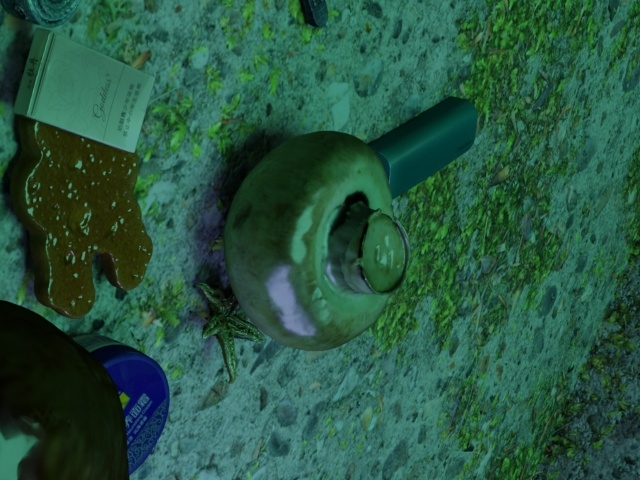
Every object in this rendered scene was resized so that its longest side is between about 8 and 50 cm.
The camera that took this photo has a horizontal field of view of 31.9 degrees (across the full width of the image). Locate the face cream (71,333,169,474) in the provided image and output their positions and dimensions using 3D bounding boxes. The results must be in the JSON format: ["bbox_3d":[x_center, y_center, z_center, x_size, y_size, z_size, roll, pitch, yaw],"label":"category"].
[{"bbox_3d":[-0.322,0.238,1.581,0.206,0.111,0.206,-27,126,-45],"label":"face cream"}]

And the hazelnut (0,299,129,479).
[{"bbox_3d":[-0.416,0.249,1.239,0.421,0.421,0.353,-39,97,-38],"label":"hazelnut"}]

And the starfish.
[{"bbox_3d":[-0.146,0.145,1.821,0.208,0.053,0.176,7,81,-58],"label":"starfish"}]

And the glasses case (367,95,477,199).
[{"bbox_3d":[0.196,-0.172,2.147,0.301,0.070,0.117,-35,133,-43],"label":"glasses case"}]

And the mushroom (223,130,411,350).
[{"bbox_3d":[0.000,0.000,1.776,0.352,0.260,0.352,-10,103,-50],"label":"mushroom"}]

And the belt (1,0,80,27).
[{"bbox_3d":[-0.281,-0.391,1.372,0.302,0.072,0.087,-58,140,-15],"label":"belt"}]

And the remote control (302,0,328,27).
[{"bbox_3d":[-0.019,-0.407,1.770,0.043,0.027,0.152,-39,133,-30],"label":"remote control"}]

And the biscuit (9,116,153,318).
[{"bbox_3d":[-0.321,-0.062,1.488,0.202,0.047,0.334,-35,129,-43],"label":"biscuit"}]

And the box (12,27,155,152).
[{"bbox_3d":[-0.294,-0.186,1.416,0.198,0.029,0.109,18,87,-56],"label":"box"}]
